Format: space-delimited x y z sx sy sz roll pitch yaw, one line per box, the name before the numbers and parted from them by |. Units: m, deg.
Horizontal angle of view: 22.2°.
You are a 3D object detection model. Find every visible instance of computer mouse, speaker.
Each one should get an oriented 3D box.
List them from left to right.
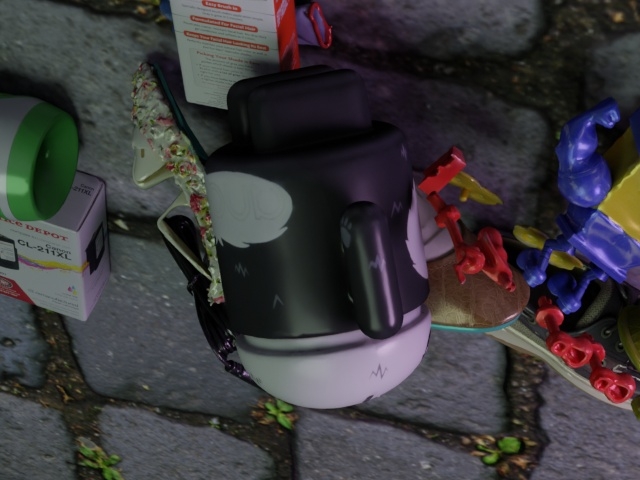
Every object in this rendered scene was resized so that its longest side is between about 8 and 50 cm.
speaker | -0.396 -0.103 1.619 0.296 0.131 0.131 13 145 14
computer mouse | -0.057 0.077 1.620 0.060 0.184 0.262 -31 149 9

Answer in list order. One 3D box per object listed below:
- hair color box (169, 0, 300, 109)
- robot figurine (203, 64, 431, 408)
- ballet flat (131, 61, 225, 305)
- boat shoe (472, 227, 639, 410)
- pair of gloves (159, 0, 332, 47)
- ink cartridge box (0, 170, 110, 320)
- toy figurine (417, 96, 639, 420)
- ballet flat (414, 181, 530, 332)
hair color box | -0.070 -0.179 1.358 0.093 0.053 0.167 12 147 11
robot figurine | 0.001 -0.001 1.344 0.173 0.209 0.278 -5 103 21
ballet flat | -0.124 -0.047 1.482 0.241 0.077 0.091 59 176 6
boat shoe | 0.251 0.073 1.517 0.285 0.103 0.092 26 150 7
pair of gloves | -0.078 -0.225 1.365 0.159 0.023 0.198 5 143 21
ink cartridge box | -0.298 -0.005 1.743 0.127 0.072 0.175 18 146 8
toy figurine | 0.283 0.002 1.330 0.362 0.191 0.217 37 112 -22
ballet flat | 0.031 -0.017 1.487 0.342 0.116 0.124 20 135 35
